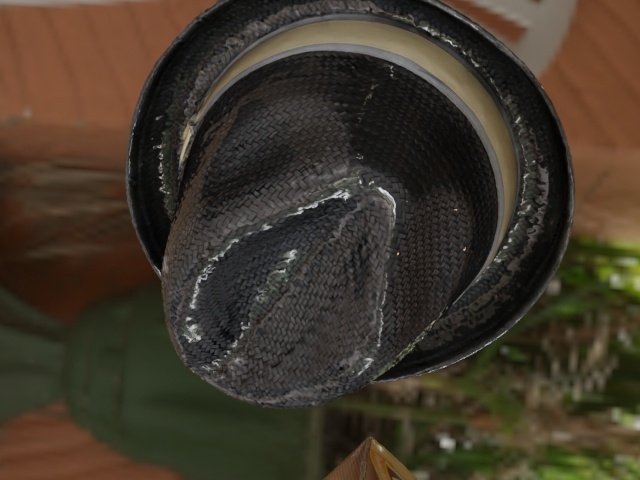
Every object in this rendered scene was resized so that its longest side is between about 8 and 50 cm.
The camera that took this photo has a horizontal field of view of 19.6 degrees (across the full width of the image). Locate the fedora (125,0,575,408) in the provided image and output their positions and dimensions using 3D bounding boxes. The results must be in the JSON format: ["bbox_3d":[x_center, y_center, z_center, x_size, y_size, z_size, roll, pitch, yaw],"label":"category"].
[{"bbox_3d":[0.000,0.000,1.196,0.152,0.334,0.334,-65,161,-49],"label":"fedora"}]

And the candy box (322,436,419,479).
[{"bbox_3d":[-0.051,0.298,1.308,0.316,0.087,0.183,-45,-172,14],"label":"candy box"}]
